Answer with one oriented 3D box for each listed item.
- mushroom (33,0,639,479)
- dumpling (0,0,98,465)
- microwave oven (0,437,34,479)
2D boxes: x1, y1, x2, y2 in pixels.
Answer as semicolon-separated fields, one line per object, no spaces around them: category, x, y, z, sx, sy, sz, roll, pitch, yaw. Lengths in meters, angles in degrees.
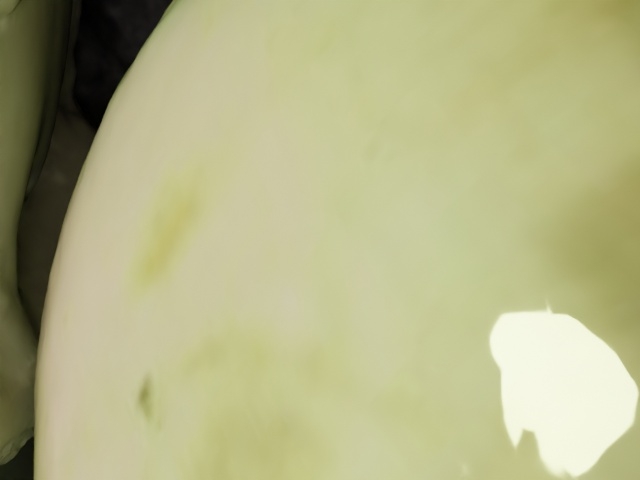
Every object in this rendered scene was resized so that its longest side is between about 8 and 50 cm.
mushroom;0.087;0.061;0.498;0.353;0.325;0.353;0;89;-3
dumpling;-0.195;-0.075;0.552;0.233;0.315;0.395;-25;119;22
microwave oven;-0.180;0.170;0.679;0.240;0.194;0.145;-33;134;13
